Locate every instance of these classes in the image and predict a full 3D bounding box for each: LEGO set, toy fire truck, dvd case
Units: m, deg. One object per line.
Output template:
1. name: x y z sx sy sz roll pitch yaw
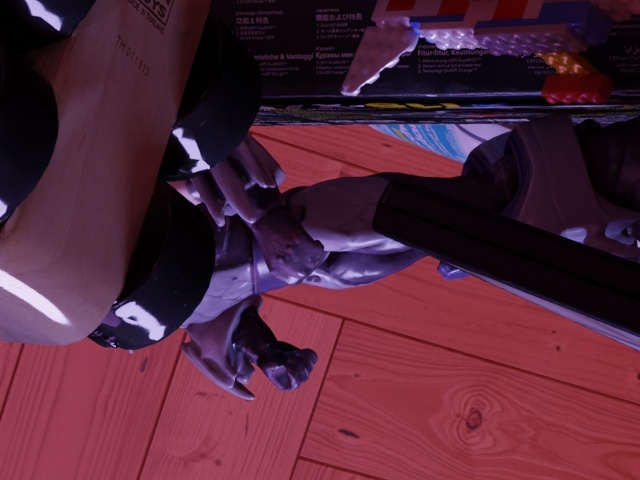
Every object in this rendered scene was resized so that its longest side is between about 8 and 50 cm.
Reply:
1. LEGO set: 0.099 -0.073 0.557 0.182 0.060 0.244 19 167 7
2. toy fire truck: -0.139 -0.071 0.615 0.246 0.217 0.158 2 157 31
3. dvd case: 0.153 0.044 0.595 0.180 0.022 0.253 21 179 38

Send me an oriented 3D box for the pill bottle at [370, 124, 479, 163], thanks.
1. pill bottle: 0.109 -0.143 1.406 0.146 0.146 0.264 15 -174 -34

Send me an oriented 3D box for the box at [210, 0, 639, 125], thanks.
1. box: 0.035 -0.095 0.820 0.322 0.079 0.257 0 180 14

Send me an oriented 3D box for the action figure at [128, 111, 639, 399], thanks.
1. action figure: 0.000 0.000 0.721 0.285 0.099 0.185 -8 164 -6

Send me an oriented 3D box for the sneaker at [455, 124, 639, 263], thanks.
1. sneaker: 0.172 -0.061 1.066 0.321 0.126 0.127 40 164 35
